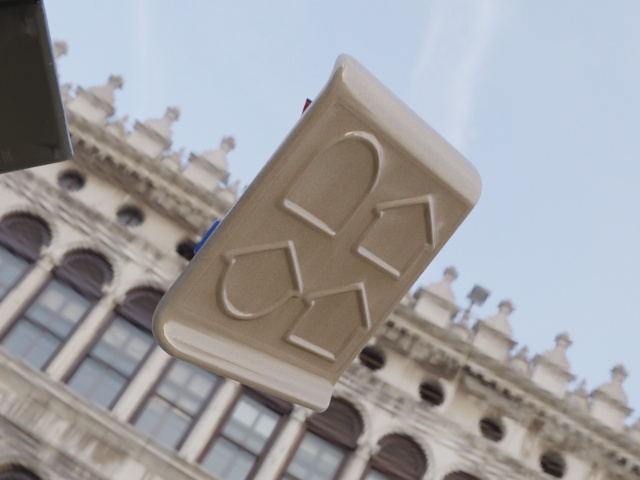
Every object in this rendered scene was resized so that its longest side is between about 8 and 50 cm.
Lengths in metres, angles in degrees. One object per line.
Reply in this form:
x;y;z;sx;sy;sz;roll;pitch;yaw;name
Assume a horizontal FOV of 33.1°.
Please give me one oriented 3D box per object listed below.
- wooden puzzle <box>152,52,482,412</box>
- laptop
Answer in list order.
0.000;0.000;1.186;0.080;0.348;0.322;36;3;39;wooden puzzle
-0.511;-0.226;1.181;0.408;0.236;0.382;-13;-18;-12;laptop
